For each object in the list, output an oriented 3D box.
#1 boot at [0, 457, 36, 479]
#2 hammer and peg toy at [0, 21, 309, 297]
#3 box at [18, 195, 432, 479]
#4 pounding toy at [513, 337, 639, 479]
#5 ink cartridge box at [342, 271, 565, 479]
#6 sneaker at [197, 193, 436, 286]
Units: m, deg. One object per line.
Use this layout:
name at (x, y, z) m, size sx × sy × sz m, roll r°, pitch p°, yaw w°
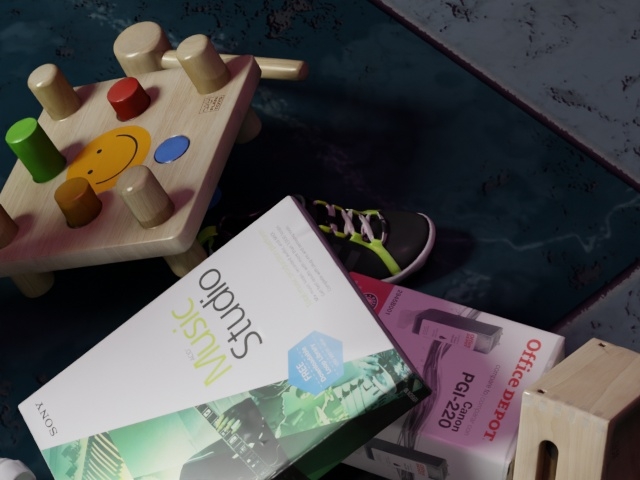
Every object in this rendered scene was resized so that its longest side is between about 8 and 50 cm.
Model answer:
boot at (-0.355, 0.280, 1.628) m, size 0.123 × 0.095 × 0.258 m, roll 12°, pitch 41°, yaw 20°
hammer and peg toy at (-0.181, -0.114, 1.881) m, size 0.266 × 0.127 × 0.361 m, roll -7°, pitch 44°, yaw 29°
box at (-0.091, 0.140, 1.669) m, size 0.322 × 0.058 × 0.232 m, roll -39°, pitch 53°, yaw 5°
pounding toy at (0.205, 0.208, 1.617) m, size 0.094 × 0.181 × 0.206 m, roll 20°, pitch 30°, yaw 30°
ink cartridge box at (0.096, 0.138, 1.725) m, size 0.218 × 0.092 × 0.158 m, roll 18°, pitch 52°, yaw 15°
sneaker at (0.000, 0.000, 1.846) m, size 0.234 × 0.097 × 0.084 m, roll -10°, pitch 49°, yaw -6°
